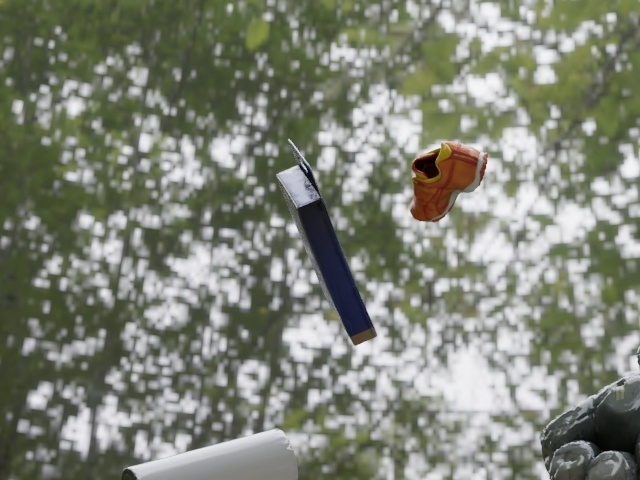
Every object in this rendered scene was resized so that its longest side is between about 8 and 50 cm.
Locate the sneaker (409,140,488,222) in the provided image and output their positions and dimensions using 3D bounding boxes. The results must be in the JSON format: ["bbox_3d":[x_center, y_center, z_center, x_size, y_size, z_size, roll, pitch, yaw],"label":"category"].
[{"bbox_3d":[0.125,-0.069,1.740,0.067,0.064,0.175,21,-23,-7],"label":"sneaker"}]

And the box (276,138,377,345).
[{"bbox_3d":[0.000,0.000,1.886,0.037,0.136,0.225,-22,-69,-4],"label":"box"}]

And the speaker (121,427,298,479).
[{"bbox_3d":[-0.088,0.194,1.303,0.136,0.055,0.055,-12,-31,-25],"label":"speaker"}]

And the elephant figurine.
[{"bbox_3d":[0.322,0.263,1.594,0.186,0.169,0.239,-30,-59,3],"label":"elephant figurine"}]
